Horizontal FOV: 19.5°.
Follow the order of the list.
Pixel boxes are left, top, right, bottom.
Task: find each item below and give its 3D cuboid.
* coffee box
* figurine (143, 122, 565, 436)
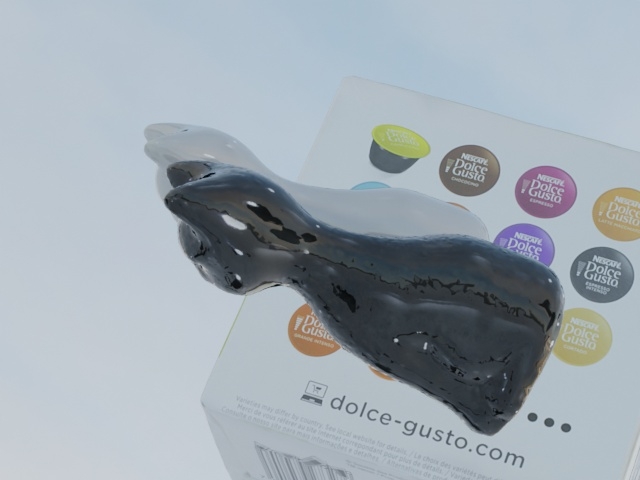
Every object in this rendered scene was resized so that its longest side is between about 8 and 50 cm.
[{"bbox_3d":[0.131,0.112,1.616,0.338,0.334,0.338,17,-25,15],"label":"coffee box"},{"bbox_3d":[0.000,0.000,0.996,0.209,0.092,0.215,25,7,-16],"label":"figurine"}]
